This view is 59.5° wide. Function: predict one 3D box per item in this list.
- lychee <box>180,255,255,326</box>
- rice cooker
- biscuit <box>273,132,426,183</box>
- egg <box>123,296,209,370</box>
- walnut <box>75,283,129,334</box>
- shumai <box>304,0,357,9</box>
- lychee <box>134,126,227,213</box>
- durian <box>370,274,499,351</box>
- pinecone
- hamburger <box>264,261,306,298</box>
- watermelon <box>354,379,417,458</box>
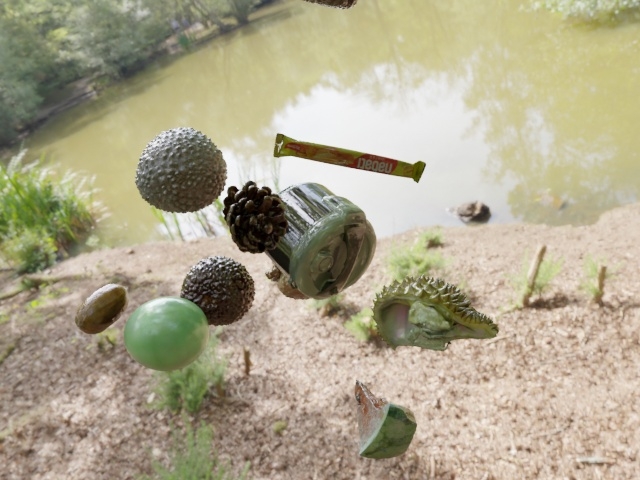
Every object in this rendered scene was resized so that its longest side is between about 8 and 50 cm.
[{"bbox_3d":[-0.343,0.162,1.908,0.271,0.271,0.271,-18,25,9],"label":"lychee"},{"bbox_3d":[0.000,0.000,1.812,0.335,0.335,0.325,-31,46,-18],"label":"rice cooker"},{"bbox_3d":[0.056,-0.157,1.068,0.292,0.048,0.026,9,21,-7],"label":"biscuit"},{"bbox_3d":[-0.460,0.278,1.669,0.270,0.220,0.220,-16,25,30],"label":"egg"},{"bbox_3d":[-0.653,0.202,1.695,0.116,0.115,0.207,-7,29,31],"label":"walnut"},{"bbox_3d":[0.019,-0.716,1.488,0.206,0.175,0.166,19,22,26],"label":"shumai"},{"bbox_3d":[-0.450,-0.224,1.807,0.300,0.300,0.300,-18,25,9],"label":"lychee"},{"bbox_3d":[0.224,0.155,1.187,0.172,0.166,0.306,9,-12,-42],"label":"durian"},{"bbox_3d":[-0.160,-0.055,1.380,0.150,0.179,0.195,-15,24,-6],"label":"pinecone"},{"bbox_3d":[-0.078,0.123,2.425,0.287,0.268,0.445,-13,-1,31],"label":"hamburger"},{"bbox_3d":[0.118,0.357,1.092,0.158,0.098,0.121,13,85,64],"label":"watermelon"}]
